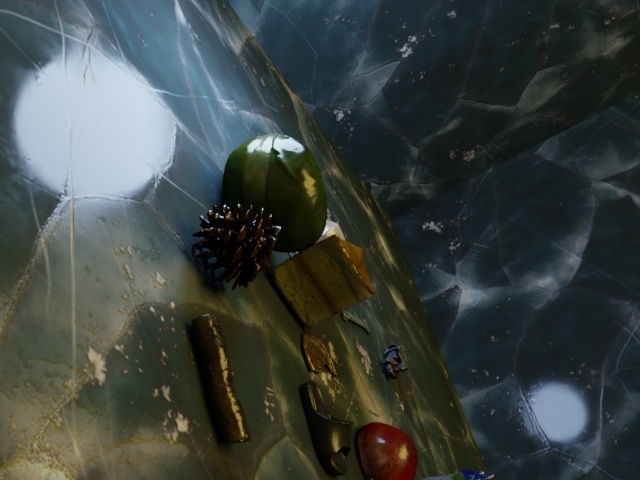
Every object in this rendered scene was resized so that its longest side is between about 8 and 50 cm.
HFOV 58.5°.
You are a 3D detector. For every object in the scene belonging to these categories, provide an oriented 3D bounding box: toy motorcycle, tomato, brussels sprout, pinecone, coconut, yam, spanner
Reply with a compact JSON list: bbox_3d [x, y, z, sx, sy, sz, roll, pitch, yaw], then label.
[{"bbox_3d":[0.300,0.486,2.313,0.122,0.080,0.215,66,19,10],"label":"toy motorcycle"},{"bbox_3d":[0.208,0.628,1.644,0.200,0.139,0.233,27,39,-55],"label":"tomato"},{"bbox_3d":[-0.122,-0.151,1.618,0.315,0.275,0.371,45,22,-58],"label":"brussels sprout"},{"bbox_3d":[-0.195,0.005,1.297,0.208,0.207,0.208,55,17,-26],"label":"pinecone"},{"bbox_3d":[0.000,0.000,1.989,0.183,0.171,0.171,61,15,-14],"label":"coconut"},{"bbox_3d":[-0.193,0.266,1.093,0.061,0.061,0.253,31,35,-63],"label":"yam"},{"bbox_3d":[0.138,0.305,2.196,0.302,0.017,0.071,39,27,-57],"label":"spanner"}]

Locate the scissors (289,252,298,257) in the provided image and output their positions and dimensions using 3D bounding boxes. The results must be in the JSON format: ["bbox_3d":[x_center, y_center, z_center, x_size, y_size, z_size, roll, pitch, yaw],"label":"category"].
[{"bbox_3d":[-0.140,-0.059,1.906,0.248,0.017,0.144,65,16,1],"label":"scissors"}]

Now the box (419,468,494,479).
[{"bbox_3d":[0.407,0.833,1.733,0.262,0.291,0.206,27,49,-71],"label":"box"}]

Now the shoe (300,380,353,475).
[{"bbox_3d":[0.030,0.459,1.434,0.108,0.093,0.241,35,30,-63],"label":"shoe"}]

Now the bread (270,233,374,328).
[{"bbox_3d":[0.009,0.073,1.778,0.245,0.233,0.362,57,11,-17],"label":"bread"}]

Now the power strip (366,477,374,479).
[{"bbox_3d":[0.158,0.737,1.385,0.251,0.092,0.257,56,15,8],"label":"power strip"}]

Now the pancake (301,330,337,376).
[{"bbox_3d":[-0.003,0.345,1.657,0.184,0.020,0.190,61,15,-11],"label":"pancake"}]
